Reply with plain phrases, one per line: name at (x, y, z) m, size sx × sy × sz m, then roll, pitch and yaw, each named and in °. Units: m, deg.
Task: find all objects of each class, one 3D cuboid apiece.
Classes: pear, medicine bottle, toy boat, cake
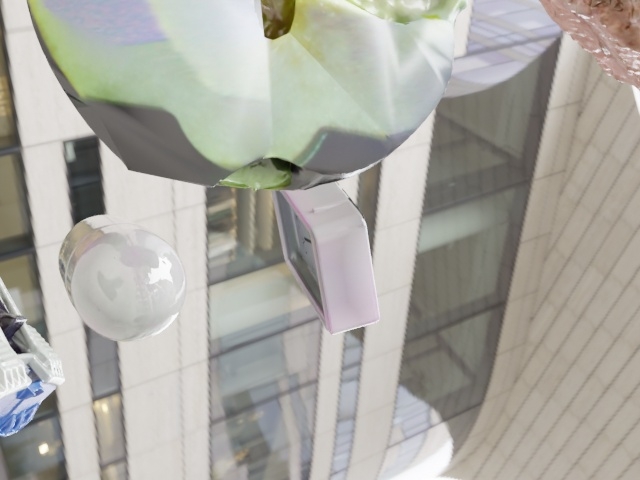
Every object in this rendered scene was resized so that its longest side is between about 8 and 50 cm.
pear at (-0.071, -0.234, 0.834) m, size 0.165 × 0.399 × 0.398 m, roll -161°, pitch -122°, yaw -69°
medicine bottle at (-0.245, 0.040, 1.070) m, size 0.341 × 0.130 × 0.130 m, roll -167°, pitch -117°, yaw -70°
toy boat at (-0.325, 0.021, 0.694) m, size 0.295 × 0.088 × 0.129 m, roll 47°, pitch 2°, yaw 7°
cake at (0.552, -0.418, 1.428) m, size 0.314 × 0.293 × 0.307 m, roll 40°, pitch 2°, yaw -29°

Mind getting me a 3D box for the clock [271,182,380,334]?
clock at (0.000, 0.000, 1.058) m, size 0.197 × 0.063 × 0.150 m, roll -125°, pitch -158°, yaw -55°
